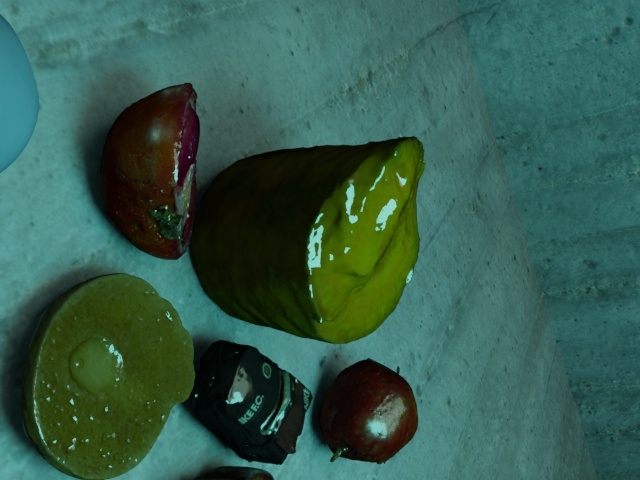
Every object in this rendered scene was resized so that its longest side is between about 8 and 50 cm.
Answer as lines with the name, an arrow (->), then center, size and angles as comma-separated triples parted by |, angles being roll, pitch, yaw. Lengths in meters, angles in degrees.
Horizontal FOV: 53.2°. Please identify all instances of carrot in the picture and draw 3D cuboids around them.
carrot -> 0.000, 0.000, 0.785 | 0.241, 0.341, 0.241 | -3, 94, -45

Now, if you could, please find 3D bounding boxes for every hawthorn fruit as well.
hawthorn fruit -> 0.066, 0.268, 0.951 | 0.172, 0.148, 0.148 | -45, 119, -46

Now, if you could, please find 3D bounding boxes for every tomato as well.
tomato -> -0.187, -0.079, 0.702 | 0.189, 0.099, 0.173 | 103, -11, -47

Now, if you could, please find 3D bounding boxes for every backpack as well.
backpack -> -0.080, 0.192, 0.763 | 0.165, 0.106, 0.120 | 53, 44, -49

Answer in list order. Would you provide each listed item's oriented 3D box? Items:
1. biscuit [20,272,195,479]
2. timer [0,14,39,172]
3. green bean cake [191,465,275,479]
biscuit -> -0.212, 0.130, 0.630 | 0.181, 0.049, 0.208 | 62, 34, -25
timer -> -0.317, -0.097, 0.431 | 0.255, 0.175, 0.175 | -34, 109, -55
green bean cake -> -0.107, 0.373, 0.675 | 0.198, 0.097, 0.232 | 1, 80, -58
